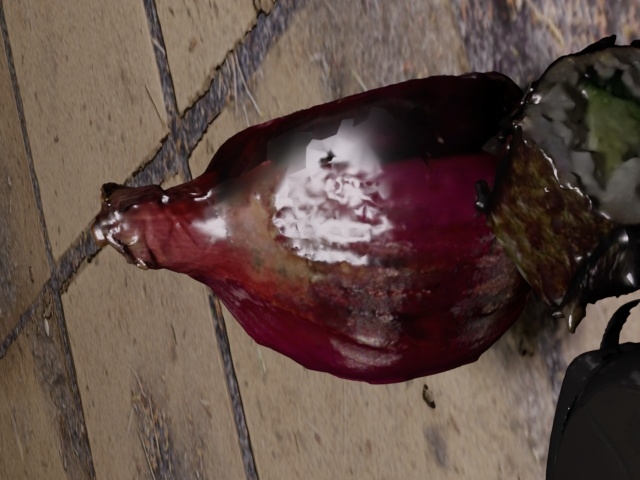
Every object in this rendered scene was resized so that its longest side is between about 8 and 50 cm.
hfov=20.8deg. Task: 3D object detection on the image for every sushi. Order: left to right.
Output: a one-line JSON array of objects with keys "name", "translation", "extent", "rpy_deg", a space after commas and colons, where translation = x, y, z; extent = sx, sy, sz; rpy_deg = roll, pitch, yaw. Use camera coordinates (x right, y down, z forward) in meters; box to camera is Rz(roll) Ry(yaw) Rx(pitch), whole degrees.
[{"name": "sushi", "translation": [0.119, -0.023, 0.712], "extent": [0.098, 0.094, 0.084], "rpy_deg": [57, 155, 15]}]

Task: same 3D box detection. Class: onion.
[{"name": "onion", "translation": [0.000, 0.000, 0.839], "extent": [0.195, 0.218, 0.139], "rpy_deg": [-178, 79, -69]}]

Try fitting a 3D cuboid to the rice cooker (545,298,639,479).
[{"name": "rice cooker", "translation": [0.161, 0.107, 0.618], "extent": [0.203, 0.118, 0.142], "rpy_deg": [-127, 35, -49]}]
